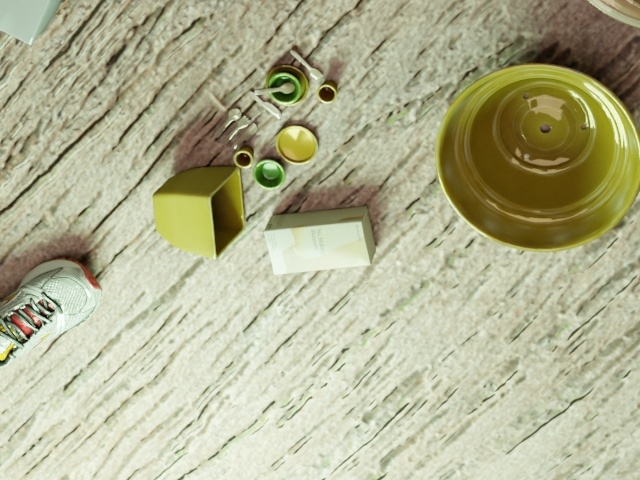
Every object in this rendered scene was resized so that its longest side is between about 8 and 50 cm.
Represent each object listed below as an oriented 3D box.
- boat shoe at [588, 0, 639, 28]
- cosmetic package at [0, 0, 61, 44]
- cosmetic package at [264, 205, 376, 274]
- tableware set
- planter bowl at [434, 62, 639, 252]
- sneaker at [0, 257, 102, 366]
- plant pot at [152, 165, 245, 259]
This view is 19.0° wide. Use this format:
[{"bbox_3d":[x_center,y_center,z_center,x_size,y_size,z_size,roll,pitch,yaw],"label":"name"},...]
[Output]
[{"bbox_3d":[0.286,-0.275,1.929,0.170,0.063,0.059,32,125,-5],"label":"boat shoe"},{"bbox_3d":[-0.303,-0.340,1.997,0.127,0.107,0.238,29,122,-4],"label":"cosmetic package"},{"bbox_3d":[0.000,0.000,2.147,0.115,0.041,0.060,-7,115,15],"label":"cosmetic package"},{"bbox_3d":[-0.041,-0.127,2.098,0.104,0.024,0.154,41,117,-11],"label":"tableware set"},{"bbox_3d":[0.234,-0.103,2.016,0.217,0.090,0.217,5,119,10],"label":"planter bowl"},{"bbox_3d":[-0.349,0.101,2.243,0.225,0.092,0.088,-32,107,24],"label":"sneaker"},{"bbox_3d":[-0.140,-0.036,2.139,0.083,0.081,0.081,8,120,22],"label":"plant pot"}]
